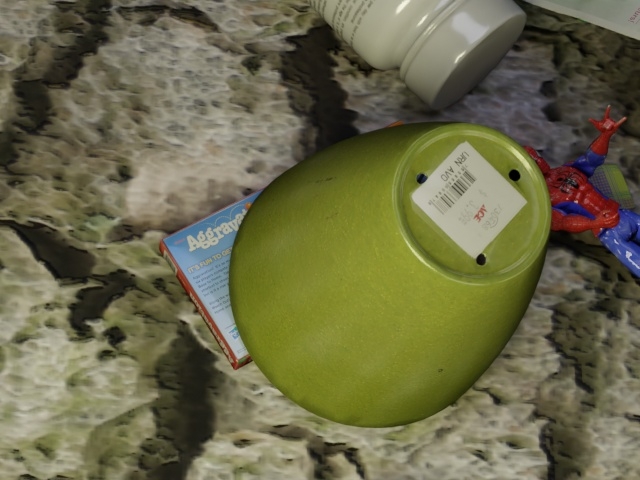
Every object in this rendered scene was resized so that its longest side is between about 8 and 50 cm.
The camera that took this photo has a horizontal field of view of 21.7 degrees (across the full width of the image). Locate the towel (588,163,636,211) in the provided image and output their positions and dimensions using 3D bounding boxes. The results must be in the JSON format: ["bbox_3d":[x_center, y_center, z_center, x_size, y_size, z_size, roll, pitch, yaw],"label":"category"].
[{"bbox_3d":[0.274,-0.048,1.705,0.083,0.009,0.060,-12,67,-15],"label":"towel"}]

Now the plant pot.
[{"bbox_3d":[0.082,0.008,1.462,0.275,0.293,0.274,4,75,-14],"label":"plant pot"}]

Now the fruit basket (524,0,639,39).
[{"bbox_3d":[0.365,-0.338,1.690,0.327,0.165,0.353,-48,42,-16],"label":"fruit basket"}]

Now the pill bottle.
[{"bbox_3d":[0.064,-0.276,1.692,0.160,0.160,0.283,-38,76,-23],"label":"pill bottle"}]

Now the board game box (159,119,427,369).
[{"bbox_3d":[0.000,0.000,1.627,0.281,0.027,0.145,-27,74,-20],"label":"board game box"}]

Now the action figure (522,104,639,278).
[{"bbox_3d":[0.311,-0.019,1.623,0.280,0.139,0.091,35,65,7],"label":"action figure"}]
